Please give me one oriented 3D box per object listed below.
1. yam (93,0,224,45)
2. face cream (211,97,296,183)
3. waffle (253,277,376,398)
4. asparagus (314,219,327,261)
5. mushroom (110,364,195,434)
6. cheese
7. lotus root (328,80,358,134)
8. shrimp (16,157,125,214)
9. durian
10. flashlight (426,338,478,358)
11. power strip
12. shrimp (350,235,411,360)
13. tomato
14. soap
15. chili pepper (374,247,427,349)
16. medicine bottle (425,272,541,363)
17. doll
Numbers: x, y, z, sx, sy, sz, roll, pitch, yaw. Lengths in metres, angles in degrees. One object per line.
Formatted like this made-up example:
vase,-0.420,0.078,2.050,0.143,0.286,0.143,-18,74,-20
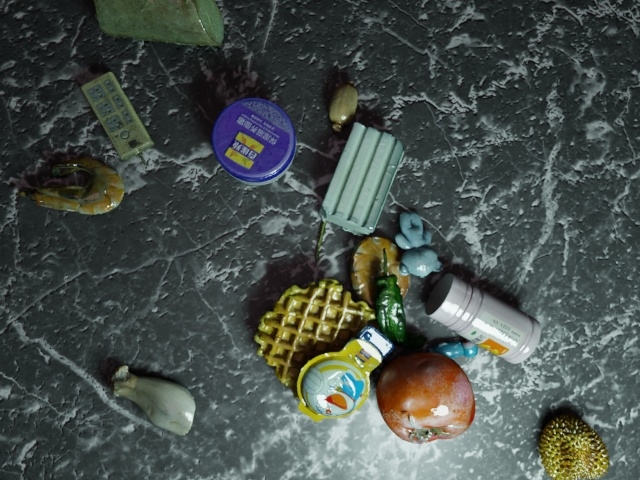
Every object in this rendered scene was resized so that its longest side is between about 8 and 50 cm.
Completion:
yam,-0.407,-0.588,1.064,0.305,0.168,0.167,5,85,-1
face cream,-0.164,-0.245,1.073,0.206,0.111,0.205,0,86,-3
waffle,-0.010,0.244,1.041,0.282,0.058,0.300,40,99,-7
asparagus,0.000,0.000,1.111,0.014,0.015,0.114,12,84,-4
mushroom,-0.403,0.380,1.018,0.225,0.093,0.116,32,105,-5
cheese,0.054,0.315,0.992,0.177,0.069,0.270,40,96,-10
lotus root,0.059,-0.355,1.120,0.073,0.062,0.150,14,83,-2
shrimp,-0.626,-0.145,1.063,0.255,0.059,0.145,10,82,-3
durian,0.630,0.521,1.057,0.158,0.137,0.167,18,70,-21
flashlight,0.342,0.286,1.095,0.129,0.051,0.051,-10,86,-1
power strip,-0.516,-0.307,1.094,0.092,0.034,0.267,-30,88,-6
shrimp,0.163,0.143,1.091,0.165,0.062,0.316,-6,87,-11
tomato,0.247,0.360,0.993,0.232,0.231,0.188,-1,46,-4
soap,0.106,-0.152,1.092,0.150,0.094,0.261,22,82,3
chili pepper,0.185,0.166,1.035,0.122,0.065,0.278,-36,112,-46
medicine bottle,0.405,0.194,1.063,0.250,0.133,0.133,30,84,-2
doll,0.243,0.014,1.104,0.120,0.075,0.179,-5,60,-10
